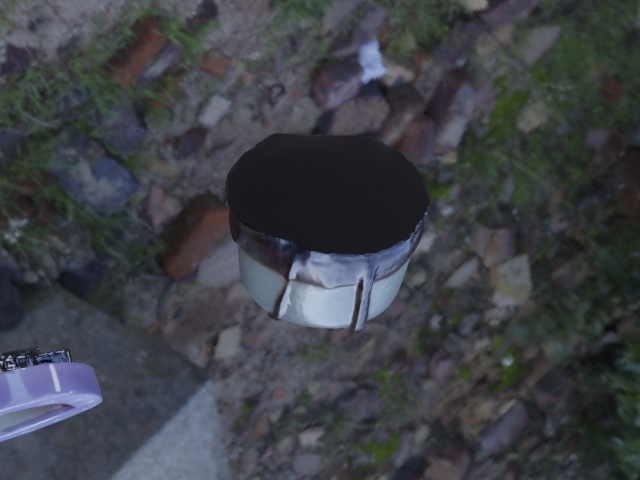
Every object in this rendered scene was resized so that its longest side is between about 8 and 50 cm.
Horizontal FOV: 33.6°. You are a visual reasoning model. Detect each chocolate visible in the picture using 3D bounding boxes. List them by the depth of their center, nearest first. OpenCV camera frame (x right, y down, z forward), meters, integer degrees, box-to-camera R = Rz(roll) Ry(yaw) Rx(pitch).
[{"bbox_3d":[0.000,0.000,1.451,0.284,0.283,0.186,-20,140,-29],"label":"chocolate"}]

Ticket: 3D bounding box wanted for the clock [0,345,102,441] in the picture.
[{"bbox_3d":[-0.284,0.140,0.971,0.172,0.064,0.198,-10,166,-38],"label":"clock"}]
